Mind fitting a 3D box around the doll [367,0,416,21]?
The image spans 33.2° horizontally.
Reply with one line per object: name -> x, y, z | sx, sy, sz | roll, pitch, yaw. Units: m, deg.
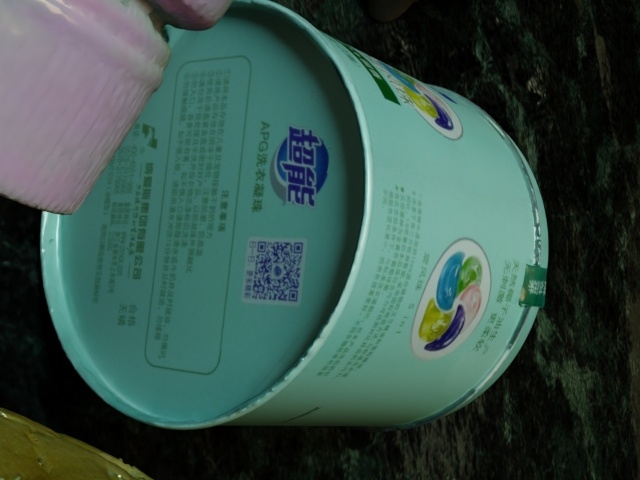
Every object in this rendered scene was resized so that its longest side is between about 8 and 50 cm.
doll -> 0.106, -0.439, 1.120 | 0.226, 0.215, 0.370 | 27, 58, -68

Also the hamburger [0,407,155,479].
hamburger -> -0.180, 0.205, 0.560 | 0.285, 0.134, 0.265 | 32, 47, -26

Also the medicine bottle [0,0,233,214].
medicine bottle -> -0.108, -0.223, 0.540 | 0.219, 0.219, 0.388 | 32, 90, -48

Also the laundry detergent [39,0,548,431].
laundry detergent -> 0.000, 0.000, 0.807 | 0.305, 0.287, 0.287 | 13, 72, -53
